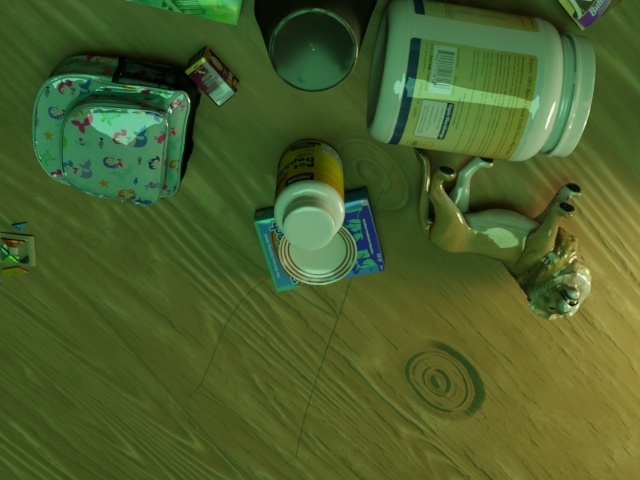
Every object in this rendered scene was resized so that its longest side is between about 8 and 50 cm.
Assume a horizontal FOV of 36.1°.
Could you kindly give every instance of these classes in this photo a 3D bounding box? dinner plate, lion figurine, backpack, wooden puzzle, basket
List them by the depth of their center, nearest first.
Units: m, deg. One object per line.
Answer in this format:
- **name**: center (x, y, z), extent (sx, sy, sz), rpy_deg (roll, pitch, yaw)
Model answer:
- **basket**: center (-0.008, -0.327, 1.485), extent (0.204, 0.227, 0.154), rpy_deg (-16, 120, 9)
- **backpack**: center (-0.343, -0.182, 1.610), extent (0.253, 0.191, 0.225), rpy_deg (13, 122, -2)
- **lion figurine**: center (0.314, -0.011, 1.752), extent (0.392, 0.142, 0.240), rpy_deg (23, 128, 3)
- **dinner plate**: center (-0.005, 0.018, 1.764), extent (0.141, 0.017, 0.141), rpy_deg (0, 121, 0)
- **wooden puzzle**: center (-0.568, 0.019, 1.827), extent (0.078, 0.014, 0.116), rpy_deg (-1, 121, 1)

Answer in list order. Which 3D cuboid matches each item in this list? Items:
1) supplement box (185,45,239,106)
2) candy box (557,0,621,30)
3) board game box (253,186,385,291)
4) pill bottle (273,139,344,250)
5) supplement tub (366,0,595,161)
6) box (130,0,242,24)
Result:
- **supplement box**: center (-0.178, -0.271, 1.621), extent (0.043, 0.055, 0.083), rpy_deg (-35, 116, 20)
- **candy box**: center (0.447, -0.429, 1.521), extent (0.187, 0.053, 0.109), rpy_deg (-37, 115, 19)
- **board game box**: center (0.000, 0.000, 1.792), extent (0.210, 0.047, 0.160), rpy_deg (-12, 121, 9)
- **pill bottle**: center (-0.018, -0.074, 1.648), extent (0.117, 0.215, 0.117), rpy_deg (0, 122, 0)
- **supplement tub**: center (0.243, -0.245, 1.532), extent (0.316, 0.228, 0.228), rpy_deg (8, 121, -4)
- **box**: center (-0.206, -0.504, 1.476), extent (0.232, 0.058, 0.322), rpy_deg (11, 122, -6)
